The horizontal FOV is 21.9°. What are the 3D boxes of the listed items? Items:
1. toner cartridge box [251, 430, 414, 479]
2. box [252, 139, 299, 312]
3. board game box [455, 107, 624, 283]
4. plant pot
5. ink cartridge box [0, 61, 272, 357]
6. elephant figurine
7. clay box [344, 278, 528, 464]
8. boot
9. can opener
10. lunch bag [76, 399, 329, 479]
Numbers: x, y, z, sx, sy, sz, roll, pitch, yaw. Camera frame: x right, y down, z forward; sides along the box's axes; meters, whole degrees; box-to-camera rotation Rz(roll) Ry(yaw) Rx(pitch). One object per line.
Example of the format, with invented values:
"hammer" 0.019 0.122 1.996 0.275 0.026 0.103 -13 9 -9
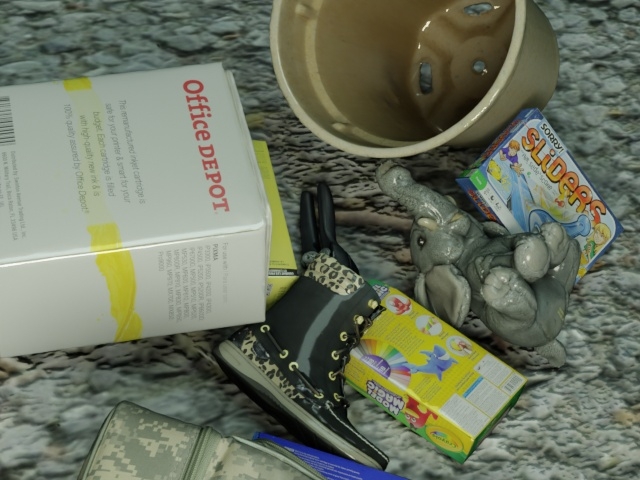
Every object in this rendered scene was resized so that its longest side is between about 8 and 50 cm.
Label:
"toner cartridge box" 0.075 0.324 1.676 0.348 0.075 0.165 18 41 -2
"box" -0.080 -0.013 1.960 0.058 0.087 0.232 3 46 -17
"board game box" 0.273 -0.044 2.046 0.136 0.035 0.201 -46 109 -21
"plant pot" 0.152 -0.249 2.102 0.334 0.334 0.305 43 14 24
"ink cartridge box" -0.264 -0.032 1.803 0.385 0.160 0.279 -7 47 -9
"elephant figurine" 0.179 0.026 1.978 0.239 0.186 0.169 15 -2 35
"clay box" 0.110 0.144 1.891 0.222 0.053 0.127 34 46 17
"boot" 0.020 0.133 1.799 0.236 0.085 0.178 37 73 23
"can opener" 0.000 0.000 2.010 0.059 0.073 0.186 -25 44 9
"lunch bag" -0.101 0.316 1.458 0.256 0.305 0.212 17 45 3
